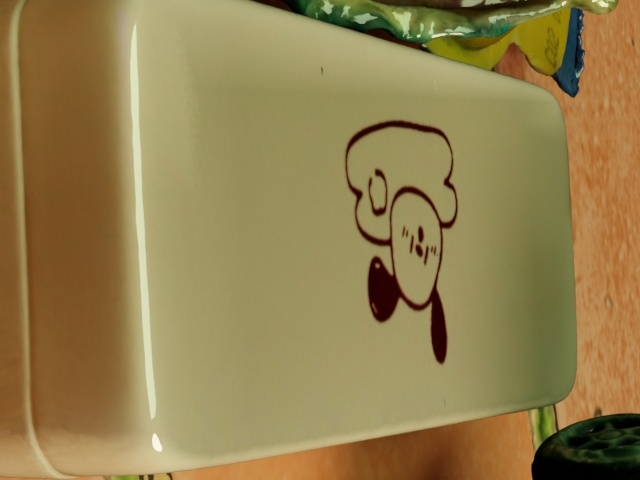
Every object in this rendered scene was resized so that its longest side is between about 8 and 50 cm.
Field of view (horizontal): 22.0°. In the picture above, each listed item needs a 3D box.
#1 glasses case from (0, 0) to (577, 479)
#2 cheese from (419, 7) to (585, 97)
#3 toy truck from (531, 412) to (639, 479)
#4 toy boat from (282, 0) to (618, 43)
[{"bbox_3d":[0.000,0.000,0.547,0.313,0.070,0.131,3,83,-61],"label":"glasses case"},{"bbox_3d":[0.071,-0.142,0.699,0.270,0.069,0.177,31,60,-58],"label":"cheese"},{"bbox_3d":[0.159,0.161,0.602,0.156,0.279,0.155,-24,108,-51],"label":"toy truck"},{"bbox_3d":[-0.015,-0.126,0.516,0.293,0.099,0.108,27,64,-49],"label":"toy boat"}]
